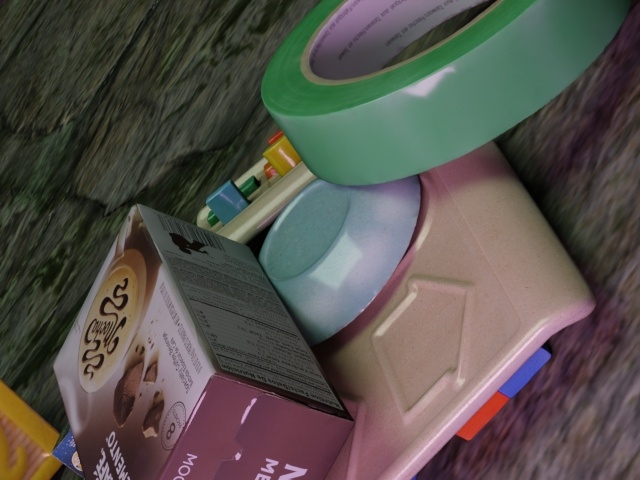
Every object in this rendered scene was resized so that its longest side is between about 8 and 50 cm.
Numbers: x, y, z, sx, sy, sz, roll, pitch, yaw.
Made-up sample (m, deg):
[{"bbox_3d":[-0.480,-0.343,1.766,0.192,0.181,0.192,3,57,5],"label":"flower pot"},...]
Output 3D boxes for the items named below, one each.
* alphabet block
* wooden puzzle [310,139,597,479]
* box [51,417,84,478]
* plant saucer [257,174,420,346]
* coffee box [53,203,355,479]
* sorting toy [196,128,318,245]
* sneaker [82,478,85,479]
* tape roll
[{"bbox_3d":[-0.436,0.244,1.580,0.197,0.192,0.193,-10,39,56],"label":"alphabet block"},{"bbox_3d":[0.048,0.088,1.130,0.348,0.080,0.322,-44,31,15],"label":"wooden puzzle"},{"bbox_3d":[-0.186,0.126,1.404,0.159,0.044,0.233,-50,9,10],"label":"box"},{"bbox_3d":[0.000,0.000,1.173,0.195,0.037,0.195,-35,34,29],"label":"plant saucer"},{"bbox_3d":[-0.102,0.116,1.079,0.168,0.119,0.297,-61,27,14],"label":"coffee box"},{"bbox_3d":[-0.059,-0.062,1.386,0.348,0.047,0.196,-40,13,3],"label":"sorting toy"},{"bbox_3d":[-0.173,0.231,1.313,0.275,0.107,0.110,-31,29,40],"label":"sneaker"},{"bbox_3d":[0.103,-0.177,1.188,0.321,0.077,0.321,-27,27,15],"label":"tape roll"}]
